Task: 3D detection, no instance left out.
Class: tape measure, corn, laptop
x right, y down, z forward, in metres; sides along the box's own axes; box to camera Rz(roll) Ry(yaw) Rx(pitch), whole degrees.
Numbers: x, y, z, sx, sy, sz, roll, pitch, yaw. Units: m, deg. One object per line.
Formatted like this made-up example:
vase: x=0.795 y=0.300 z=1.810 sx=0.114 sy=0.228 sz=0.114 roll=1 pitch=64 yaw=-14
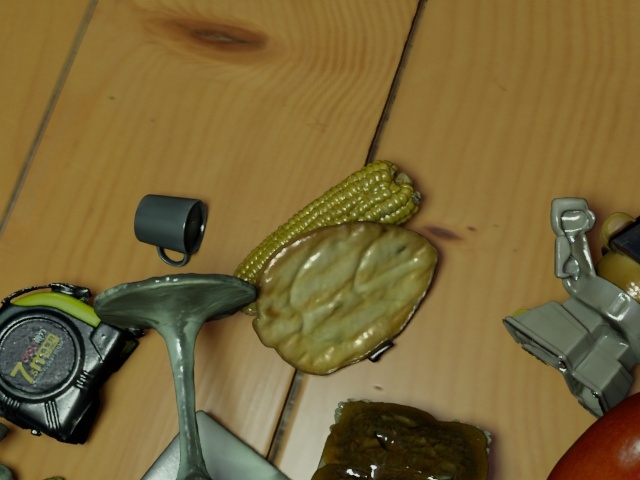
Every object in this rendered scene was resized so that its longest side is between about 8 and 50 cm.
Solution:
tape measure: x=-0.356 y=0.154 z=1.292 sx=0.186 sy=0.112 sz=0.199 roll=29 pitch=75 yaw=5
corn: x=0.000 y=0.000 z=1.301 sx=0.292 sy=0.101 sz=0.101 roll=-37 pitch=75 yaw=1
laptop: x=-0.167 y=0.374 z=1.231 sx=0.188 sy=0.015 sz=0.269 roll=38 pitch=74 yaw=3

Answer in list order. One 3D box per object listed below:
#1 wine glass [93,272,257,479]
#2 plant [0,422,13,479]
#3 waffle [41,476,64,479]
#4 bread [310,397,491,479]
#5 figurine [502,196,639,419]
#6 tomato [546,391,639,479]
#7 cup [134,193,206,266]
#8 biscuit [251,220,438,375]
wine glass: x=-0.149 y=0.257 z=1.131 sx=0.267 sy=0.267 sz=0.406 roll=-8 pitch=72 yaw=4
plant: x=-0.538 y=0.289 z=1.263 sx=0.275 sy=0.149 sz=0.146 roll=10 pitch=93 yaw=11
waffle: x=-0.365 y=0.439 z=1.250 sx=0.249 sy=0.056 sz=0.253 roll=37 pitch=81 yaw=13
bread: x=0.095 y=0.294 z=1.170 sx=0.210 sy=0.109 sz=0.192 roll=13 pitch=43 yaw=10
figurine: x=0.392 y=0.072 z=1.210 sx=0.309 sy=0.143 sz=0.308 roll=-3 pitch=104 yaw=-14
tomato: x=0.382 y=0.303 z=1.101 sx=0.299 sy=0.226 sz=0.298 roll=-5 pitch=99 yaw=-32
cup: x=-0.208 y=-0.013 z=1.340 sx=0.077 sy=0.078 sz=0.100 roll=10 pitch=108 yaw=14
biscuit: x=0.035 y=0.067 z=1.264 sx=0.260 sy=0.041 sz=0.203 roll=-26 pitch=109 yaw=-6
